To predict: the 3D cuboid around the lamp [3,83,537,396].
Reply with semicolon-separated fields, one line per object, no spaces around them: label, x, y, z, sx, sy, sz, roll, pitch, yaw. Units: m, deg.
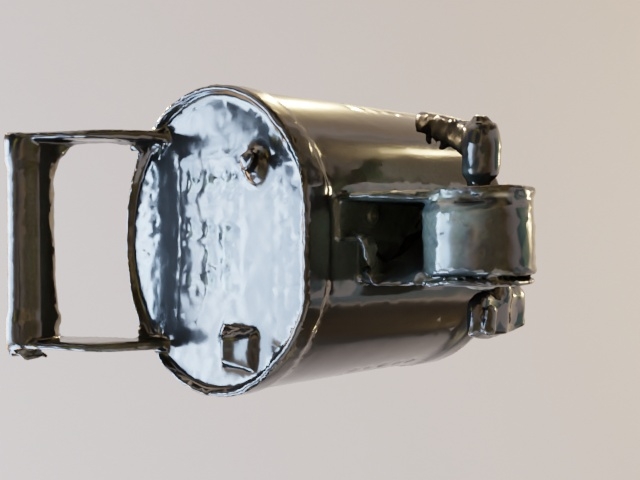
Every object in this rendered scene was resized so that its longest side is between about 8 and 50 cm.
lamp;-0.005;0.001;0.642;0.374;0.272;0.205;0;-91;27
